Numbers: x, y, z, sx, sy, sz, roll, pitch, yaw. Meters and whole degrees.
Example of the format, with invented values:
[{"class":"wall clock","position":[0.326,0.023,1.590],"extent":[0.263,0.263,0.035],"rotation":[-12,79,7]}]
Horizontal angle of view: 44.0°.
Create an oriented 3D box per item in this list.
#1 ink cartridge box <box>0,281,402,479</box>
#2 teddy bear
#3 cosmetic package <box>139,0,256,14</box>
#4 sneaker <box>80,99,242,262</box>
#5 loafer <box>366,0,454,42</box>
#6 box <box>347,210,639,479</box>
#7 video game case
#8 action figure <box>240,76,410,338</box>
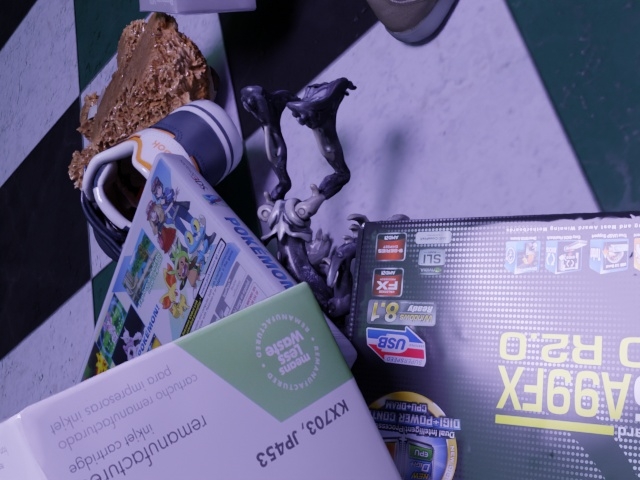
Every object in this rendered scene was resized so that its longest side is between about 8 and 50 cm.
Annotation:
[{"class":"ink cartridge box","position":[-0.030,0.227,0.461],"extent":[0.119,0.207,0.353],"rotation":[-29,86,47]},{"class":"teddy bear","position":[-0.237,-0.165,1.054],"extent":[0.338,0.113,0.245],"rotation":[-44,43,38]},{"class":"cosmetic package","position":[-0.142,-0.364,0.846],"extent":[0.127,0.107,0.237],"rotation":[24,119,56]},{"class":"sneaker","position":[-0.216,-0.042,0.902],"extent":[0.126,0.127,0.321],"rotation":[49,140,-2]},{"class":"loafer","position":[0.112,-0.310,0.724],"extent":[0.094,0.087,0.251],"rotation":[31,100,47]},{"class":"box","position":[0.144,0.092,0.534],"extent":[0.270,0.060,0.216],"rotation":[-1,75,33]},{"class":"video game case","position":[-0.124,0.134,0.711],"extent":[0.300,0.036,0.329],"rotation":[46,121,40]},{"class":"action figure","position":[0.000,0.000,0.708],"extent":[0.164,0.141,0.275],"rotation":[-2,92,39]}]
